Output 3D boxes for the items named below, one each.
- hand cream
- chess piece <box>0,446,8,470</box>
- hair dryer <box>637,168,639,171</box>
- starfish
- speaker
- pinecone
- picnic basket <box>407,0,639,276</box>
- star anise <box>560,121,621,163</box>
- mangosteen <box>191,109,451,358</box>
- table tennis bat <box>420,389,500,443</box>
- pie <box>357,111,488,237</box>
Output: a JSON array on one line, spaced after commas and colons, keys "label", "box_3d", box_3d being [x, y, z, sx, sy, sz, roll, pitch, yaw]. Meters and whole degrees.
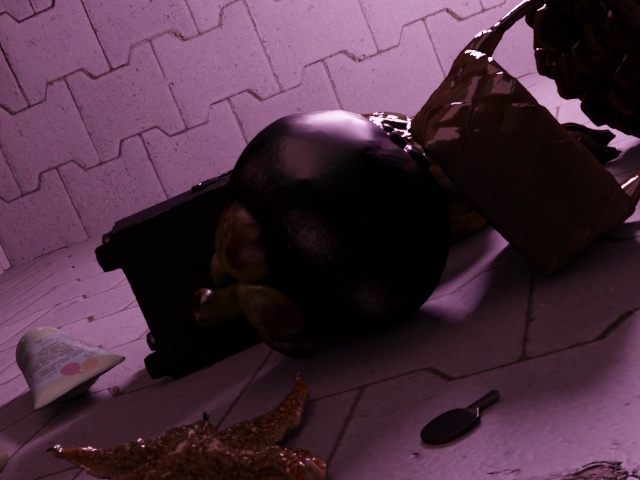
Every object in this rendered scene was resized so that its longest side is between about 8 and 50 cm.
[{"label": "hand cream", "box_3d": [-0.408, 0.194, 1.568, 0.147, 0.093, 0.306, -29, 14, -22]}, {"label": "chess piece", "box_3d": [-0.525, 0.208, 1.296, 0.144, 0.251, 0.144, -22, 11, 5]}, {"label": "hair dryer", "box_3d": [0.422, -0.073, 1.375, 0.083, 0.026, 0.047, -27, 7, 17]}, {"label": "starfish", "box_3d": [-0.144, 0.214, 0.956, 0.293, 0.084, 0.301, -21, 15, -1]}, {"label": "speaker", "box_3d": [-0.170, 0.041, 1.452, 0.254, 0.232, 0.184, -23, 9, -6]}, {"label": "pinecone", "box_3d": [0.541, -0.346, 1.559, 0.397, 0.398, 0.398, -22, 11, 4]}, {"label": "picnic basket", "box_3d": [0.299, -0.153, 1.233, 0.337, 0.293, 0.337, -44, 8, 8]}, {"label": "star anise", "box_3d": [0.359, -0.144, 1.651, 0.272, 0.103, 0.272, 4, 20, -2]}, {"label": "mangosteen", "box_3d": [0.015, 0.000, 1.228, 0.297, 0.313, 0.297, 13, 6, -1]}, {"label": "table tennis bat", "box_3d": [0.125, 0.156, 0.886, 0.083, 0.007, 0.050, -29, 12, -22]}, {"label": "pie", "box_3d": [0.081, -0.125, 1.609, 0.395, 0.180, 0.418, -4, 19, -13]}]
